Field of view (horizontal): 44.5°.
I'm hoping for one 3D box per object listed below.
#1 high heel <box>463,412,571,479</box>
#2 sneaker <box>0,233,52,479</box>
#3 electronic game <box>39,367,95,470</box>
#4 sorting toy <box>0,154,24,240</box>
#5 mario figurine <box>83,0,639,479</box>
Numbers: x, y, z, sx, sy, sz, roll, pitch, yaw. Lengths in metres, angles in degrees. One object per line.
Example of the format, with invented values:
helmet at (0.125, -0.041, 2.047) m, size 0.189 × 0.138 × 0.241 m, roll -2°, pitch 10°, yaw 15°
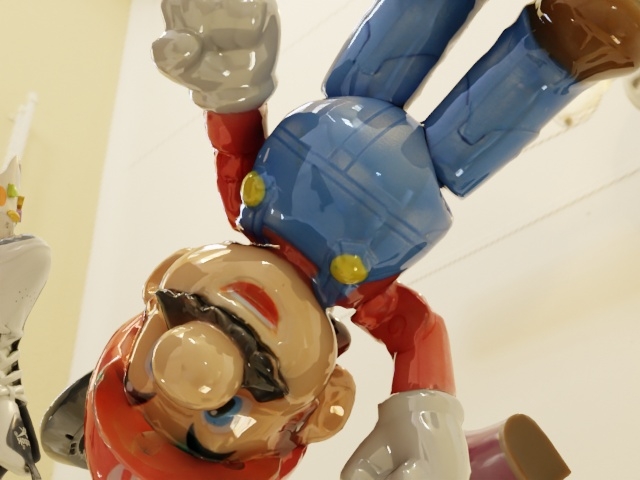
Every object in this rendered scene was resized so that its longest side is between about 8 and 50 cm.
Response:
high heel at (0.215, 0.351, 0.744) m, size 0.181 × 0.127 × 0.377 m, roll -40°, pitch -111°, yaw 48°
sneaker at (-0.263, 0.122, 0.643) m, size 0.153 × 0.094 × 0.235 m, roll 33°, pitch -103°, yaw 16°
electronic game at (-0.166, 0.167, 0.793) m, size 0.229 × 0.229 × 0.048 m, roll -41°, pitch -123°, yaw 20°
sorting toy at (-0.314, -0.043, 0.781) m, size 0.083 × 0.045 × 0.075 m, roll 123°, pitch -24°, yaw -52°
mario figurine at (0.000, 0.000, 0.340) m, size 0.320 × 0.170 × 0.198 m, roll -55°, pitch -138°, yaw 7°
